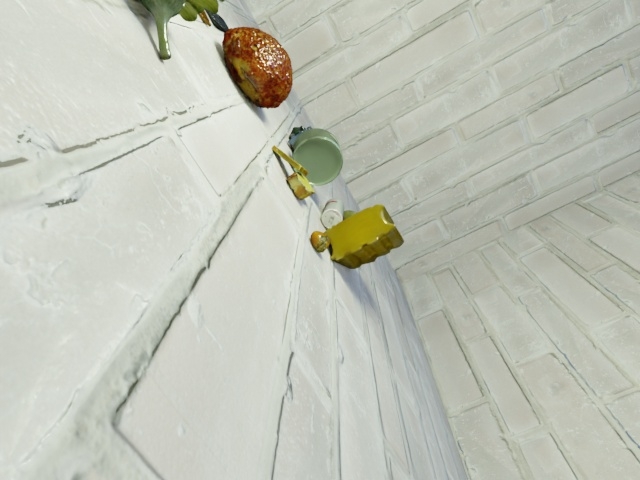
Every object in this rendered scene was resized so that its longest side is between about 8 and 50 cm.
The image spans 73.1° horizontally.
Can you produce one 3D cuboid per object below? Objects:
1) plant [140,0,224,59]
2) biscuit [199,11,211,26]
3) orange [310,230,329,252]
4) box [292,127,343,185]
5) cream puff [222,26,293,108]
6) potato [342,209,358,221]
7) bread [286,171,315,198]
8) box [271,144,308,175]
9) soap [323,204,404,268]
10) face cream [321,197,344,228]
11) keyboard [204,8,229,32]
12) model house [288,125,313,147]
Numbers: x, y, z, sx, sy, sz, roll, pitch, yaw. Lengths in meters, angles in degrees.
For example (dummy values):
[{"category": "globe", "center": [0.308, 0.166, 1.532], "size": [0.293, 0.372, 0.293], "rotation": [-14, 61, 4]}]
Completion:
[{"category": "plant", "center": [-0.393, -0.616, 1.073], "size": [0.305, 0.297, 0.261], "rotation": [-2, 27, -32]}, {"category": "biscuit", "center": [-0.456, -0.874, 1.671], "size": [0.082, 0.016, 0.092], "rotation": [38, 26, -54]}, {"category": "orange", "center": [0.000, 0.000, 1.577], "size": [0.086, 0.062, 0.086], "rotation": [59, 9, -15]}, {"category": "box", "center": [-0.015, -0.374, 1.946], "size": [0.226, 0.226, 0.149], "rotation": [57, 13, -27]}, {"category": "cream puff", "center": [-0.236, -0.696, 1.721], "size": [0.350, 0.228, 0.350], "rotation": [56, 13, -20]}, {"category": "potato", "center": [0.176, -0.037, 2.224], "size": [0.251, 0.159, 0.174], "rotation": [54, 41, -18]}, {"category": "bread", "center": [-0.078, -0.219, 1.725], "size": [0.103, 0.065, 0.187], "rotation": [61, 8, -1]}, {"category": "box", "center": [-0.121, -0.317, 1.716], "size": [0.156, 0.022, 0.089], "rotation": [40, 3, 17]}, {"category": "soap", "center": [0.194, -0.004, 1.867], "size": [0.156, 0.293, 0.335], "rotation": [63, 12, 19]}, {"category": "face cream", "center": [0.064, -0.141, 2.083], "size": [0.102, 0.102, 0.345], "rotation": [60, 11, -12]}, {"category": "keyboard", "center": [-0.451, -0.974, 1.919], "size": [0.106, 0.016, 0.262], "rotation": [60, 12, -13]}, {"category": "model house", "center": [-0.076, -0.493, 2.142], "size": [0.172, 0.166, 0.183], "rotation": [50, 5, -37]}]
